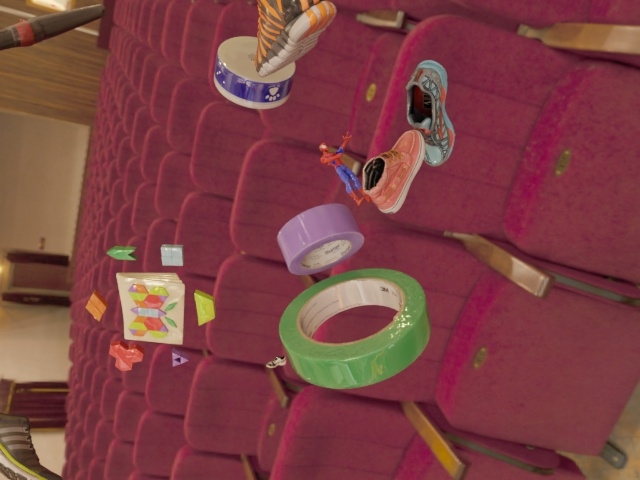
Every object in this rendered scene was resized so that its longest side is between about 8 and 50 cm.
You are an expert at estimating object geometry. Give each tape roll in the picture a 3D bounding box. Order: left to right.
[{"bbox_3d":[0.000,0.000,1.200,0.189,0.189,0.080,-52,54,47],"label":"tape roll"},{"bbox_3d":[0.073,0.176,1.119,0.321,0.321,0.077,41,152,62],"label":"tape roll"}]

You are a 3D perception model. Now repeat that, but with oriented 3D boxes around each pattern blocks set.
[{"bbox_3d":[-0.382,0.157,1.173,0.026,0.285,0.325,-93,-4,-64],"label":"pattern blocks set"}]

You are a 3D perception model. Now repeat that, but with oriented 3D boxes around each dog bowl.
[{"bbox_3d":[-0.220,-0.565,1.739,0.104,0.264,0.265,112,154,-49],"label":"dog bowl"}]

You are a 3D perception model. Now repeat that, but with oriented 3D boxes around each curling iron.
[{"bbox_3d":[-0.385,-0.260,0.669,0.068,0.035,0.274,-28,19,48],"label":"curling iron"}]

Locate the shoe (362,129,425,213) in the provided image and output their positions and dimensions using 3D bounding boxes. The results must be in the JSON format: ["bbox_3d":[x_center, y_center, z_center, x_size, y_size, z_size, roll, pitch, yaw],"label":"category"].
[{"bbox_3d":[0.135,-0.143,0.952,0.063,0.081,0.178,7,68,43],"label":"shoe"}]

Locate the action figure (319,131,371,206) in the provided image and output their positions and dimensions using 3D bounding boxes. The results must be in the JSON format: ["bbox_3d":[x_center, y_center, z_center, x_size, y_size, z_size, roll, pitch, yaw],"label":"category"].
[{"bbox_3d":[0.098,-0.271,1.854,0.280,0.091,0.139,49,136,19],"label":"action figure"}]

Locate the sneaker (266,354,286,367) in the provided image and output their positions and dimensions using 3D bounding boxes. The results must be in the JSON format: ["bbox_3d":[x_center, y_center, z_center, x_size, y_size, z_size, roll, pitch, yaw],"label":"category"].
[{"bbox_3d":[-0.167,0.452,1.950,0.032,0.083,0.037,24,115,49],"label":"sneaker"}]

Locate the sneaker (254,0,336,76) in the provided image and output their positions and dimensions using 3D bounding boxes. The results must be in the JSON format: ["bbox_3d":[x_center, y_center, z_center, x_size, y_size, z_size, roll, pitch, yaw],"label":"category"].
[{"bbox_3d":[-0.087,-0.456,1.028,0.180,0.124,0.321,57,157,-9],"label":"sneaker"}]

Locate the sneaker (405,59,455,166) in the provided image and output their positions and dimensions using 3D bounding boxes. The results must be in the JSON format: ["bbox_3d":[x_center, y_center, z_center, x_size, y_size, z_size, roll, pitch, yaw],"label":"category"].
[{"bbox_3d":[0.245,-0.283,1.238,0.104,0.125,0.262,8,130,35],"label":"sneaker"}]

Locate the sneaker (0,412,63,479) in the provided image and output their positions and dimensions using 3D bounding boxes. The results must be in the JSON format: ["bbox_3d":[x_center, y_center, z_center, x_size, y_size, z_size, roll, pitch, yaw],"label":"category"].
[{"bbox_3d":[-0.759,0.511,1.298,0.111,0.300,0.121,-37,12,43],"label":"sneaker"}]
